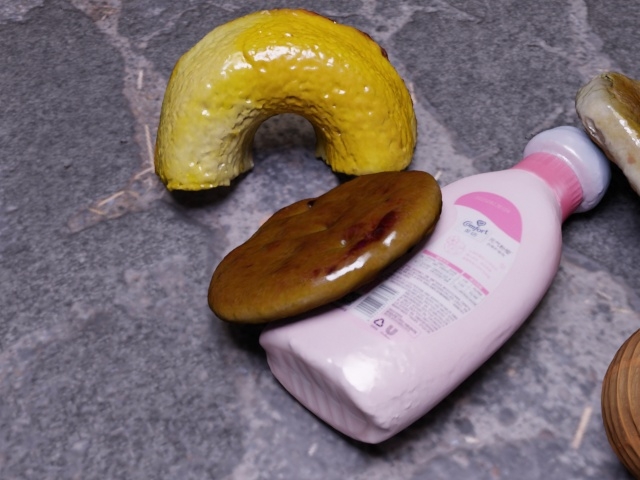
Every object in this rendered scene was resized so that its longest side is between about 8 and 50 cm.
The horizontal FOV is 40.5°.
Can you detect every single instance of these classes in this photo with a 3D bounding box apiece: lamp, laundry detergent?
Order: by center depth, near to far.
[{"bbox_3d":[0.258,0.112,0.581,0.137,0.136,0.136,-3,48,3],"label":"lamp"},{"bbox_3d":[0.113,0.018,0.706,0.335,0.087,0.159,-38,45,-27],"label":"laundry detergent"}]

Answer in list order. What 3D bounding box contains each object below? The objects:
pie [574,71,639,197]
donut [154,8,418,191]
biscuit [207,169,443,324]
[{"bbox_3d":[0.304,-0.072,0.750,0.195,0.046,0.195,24,38,-21],"label":"pie"},{"bbox_3d":[-0.039,-0.131,0.795,0.259,0.152,0.101,-6,23,1],"label":"donut"},{"bbox_3d":[0.000,0.000,0.699,0.212,0.036,0.212,-25,17,8],"label":"biscuit"}]
